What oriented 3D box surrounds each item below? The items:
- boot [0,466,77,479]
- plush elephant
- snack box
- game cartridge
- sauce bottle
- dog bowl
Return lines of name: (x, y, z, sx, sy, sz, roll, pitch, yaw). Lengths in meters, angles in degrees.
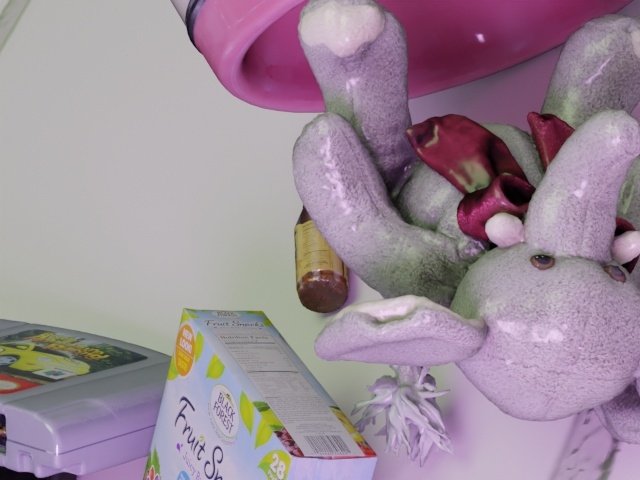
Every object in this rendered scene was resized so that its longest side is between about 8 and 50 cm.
boot: (-0.361, 0.224, 1.498, 0.131, 0.260, 0.348, 12, 64, 50)
plush elephant: (0.125, 0.006, 1.225, 0.255, 0.272, 0.330, -159, 80, -67)
snack box: (-0.049, 0.167, 1.331, 0.207, 0.070, 0.174, 47, 128, 54)
game cartridge: (-0.233, 0.116, 1.540, 0.294, 0.196, 0.060, 10, 101, 39)
sauce bottle: (0.000, 0.000, 1.541, 0.042, 0.042, 0.128, -29, 36, 23)
dog bowl: (0.071, -0.223, 1.414, 0.408, 0.408, 0.150, -24, 75, 28)
